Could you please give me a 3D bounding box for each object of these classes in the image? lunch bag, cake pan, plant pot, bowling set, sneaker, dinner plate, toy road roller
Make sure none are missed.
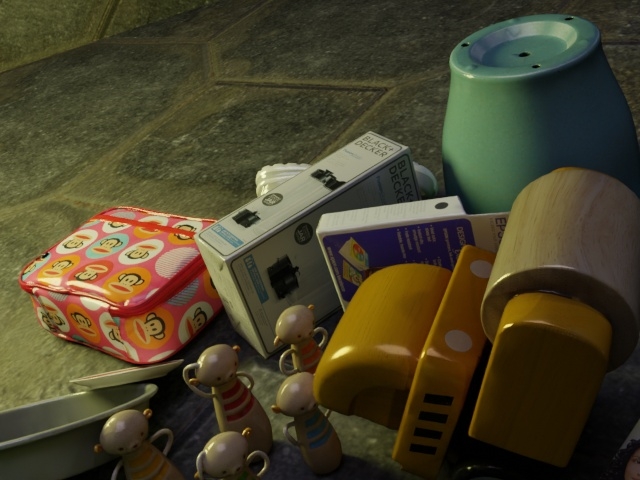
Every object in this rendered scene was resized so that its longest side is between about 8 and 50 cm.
[{"bbox_3d":[-0.257,0.044,1.170,0.293,0.120,0.258,9,37,36],"label":"lunch bag"},{"bbox_3d":[-0.316,0.218,0.871,0.293,0.054,0.293,-13,0,0],"label":"cake pan"},{"bbox_3d":[0.276,-0.141,1.047,0.271,0.255,0.272,-13,33,9],"label":"plant pot"},{"bbox_3d":[-0.049,0.191,0.806,0.287,0.154,0.199,-39,38,-28],"label":"bowling set"},{"bbox_3d":[0.038,-0.053,1.210,0.281,0.105,0.115,-5,64,17],"label":"sneaker"},{"bbox_3d":[-0.239,0.168,1.002,0.141,0.017,0.141,-9,-6,-1],"label":"dinner plate"},{"bbox_3d":[0.129,0.085,0.724,0.240,0.330,0.203,18,43,12],"label":"toy road roller"}]

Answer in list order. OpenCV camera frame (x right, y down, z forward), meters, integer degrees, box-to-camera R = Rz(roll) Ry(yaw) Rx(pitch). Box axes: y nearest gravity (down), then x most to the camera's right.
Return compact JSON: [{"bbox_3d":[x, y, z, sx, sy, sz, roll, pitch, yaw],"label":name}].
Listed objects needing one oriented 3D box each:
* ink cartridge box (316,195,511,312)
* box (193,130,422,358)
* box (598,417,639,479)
[{"bbox_3d":[0.122,0.047,0.890,0.208,0.206,0.045,-5,38,18],"label":"ink cartridge box"},{"bbox_3d":[0.000,0.000,1.054,0.289,0.169,0.087,-32,35,-21],"label":"box"},{"bbox_3d":[0.321,0.192,0.713,0.087,0.058,0.232,16,45,41],"label":"box"}]
